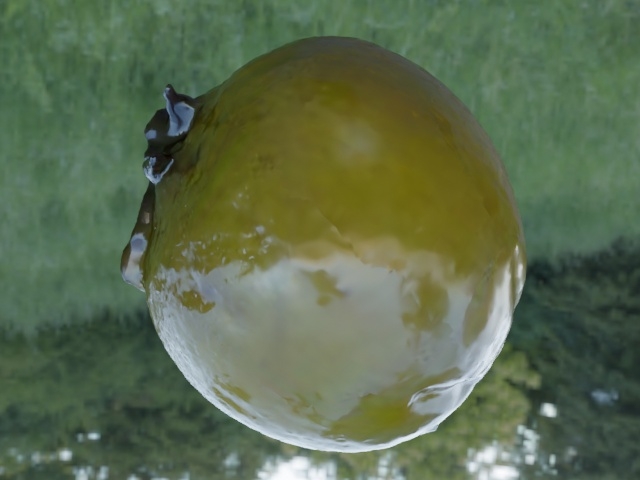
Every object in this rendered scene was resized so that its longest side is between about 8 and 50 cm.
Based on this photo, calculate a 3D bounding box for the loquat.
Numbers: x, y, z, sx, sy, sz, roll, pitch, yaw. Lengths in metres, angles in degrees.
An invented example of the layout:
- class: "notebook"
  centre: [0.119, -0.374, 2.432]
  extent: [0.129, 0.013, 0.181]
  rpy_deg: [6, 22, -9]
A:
- class: "loquat"
  centre: [0.000, 0.000, 0.639]
  extent: [0.244, 0.244, 0.244]
  rpy_deg: [4, -174, 0]
